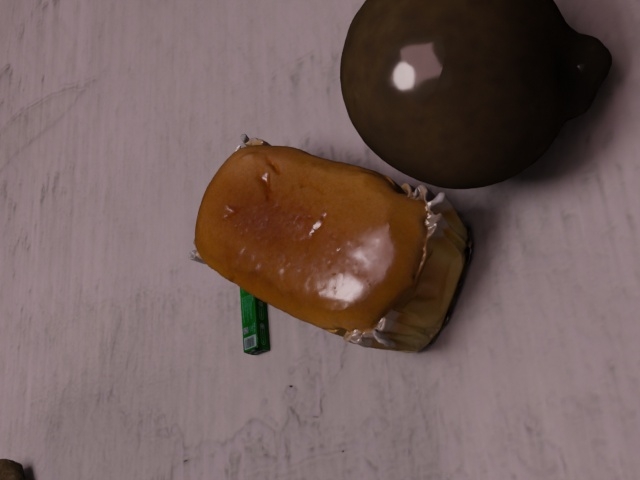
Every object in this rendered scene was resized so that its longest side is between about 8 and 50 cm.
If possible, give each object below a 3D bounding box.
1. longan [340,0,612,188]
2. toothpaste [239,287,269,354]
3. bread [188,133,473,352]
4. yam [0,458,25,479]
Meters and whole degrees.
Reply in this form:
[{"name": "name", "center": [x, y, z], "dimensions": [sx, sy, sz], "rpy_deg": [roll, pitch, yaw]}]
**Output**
[{"name": "longan", "center": [0.117, -0.127, 0.767], "dimensions": [0.204, 0.159, 0.185], "rpy_deg": [-4, 64, 0]}, {"name": "toothpaste", "center": [-0.063, 0.066, 0.955], "dimensions": [0.020, 0.017, 0.083], "rpy_deg": [-24, 60, 36]}, {"name": "bread", "center": [0.000, 0.000, 0.853], "dimensions": [0.241, 0.107, 0.136], "rpy_deg": [22, 89, 39]}, {"name": "yam", "center": [-0.312, 0.355, 1.056], "dimensions": [0.061, 0.061, 0.274], "rpy_deg": [-41, 51, 25]}]
